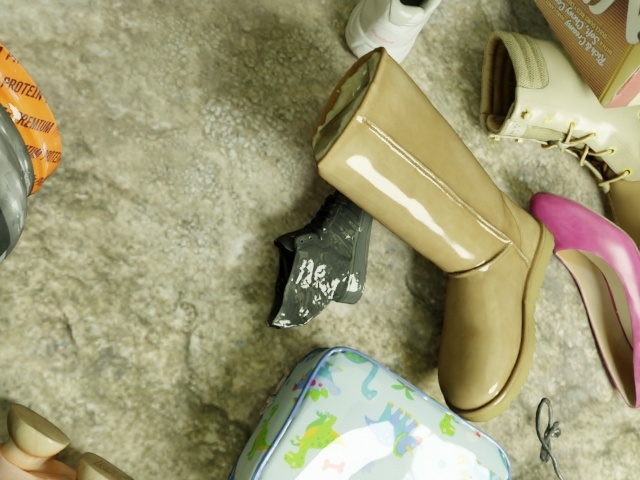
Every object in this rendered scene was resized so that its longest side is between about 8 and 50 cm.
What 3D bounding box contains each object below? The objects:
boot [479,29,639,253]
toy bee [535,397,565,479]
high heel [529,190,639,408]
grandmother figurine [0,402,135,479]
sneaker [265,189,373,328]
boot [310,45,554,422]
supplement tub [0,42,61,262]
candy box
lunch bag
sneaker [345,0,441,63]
[{"bbox_3d":[0.277,-0.100,0.726,0.203,0.095,0.262,-1,79,-19],"label":"boot"},{"bbox_3d":[0.262,0.315,0.594,0.195,0.162,0.298,-27,116,-57],"label":"toy bee"},{"bbox_3d":[0.288,0.062,0.717,0.244,0.082,0.117,44,75,-13],"label":"high heel"},{"bbox_3d":[-0.267,0.301,0.472,0.208,0.104,0.342,32,74,10],"label":"grandmother figurine"},{"bbox_3d":[-0.001,0.000,0.636,0.089,0.051,0.170,8,81,-22],"label":"sneaker"},{"bbox_3d":[0.091,0.001,0.614,0.269,0.089,0.236,39,57,-28],"label":"boot"},{"bbox_3d":[-0.336,0.001,0.415,0.207,0.207,0.338,40,53,-8],"label":"supplement tub"},{"bbox_3d":[0.283,-0.311,0.670,0.088,0.183,0.316,-12,64,-20],"label":"candy box"},{"bbox_3d":[0.041,0.209,0.592,0.219,0.090,0.176,34,70,-10],"label":"lunch bag"},{"bbox_3d":[0.110,-0.289,0.692,0.090,0.115,0.232,24,74,-13],"label":"sneaker"}]
